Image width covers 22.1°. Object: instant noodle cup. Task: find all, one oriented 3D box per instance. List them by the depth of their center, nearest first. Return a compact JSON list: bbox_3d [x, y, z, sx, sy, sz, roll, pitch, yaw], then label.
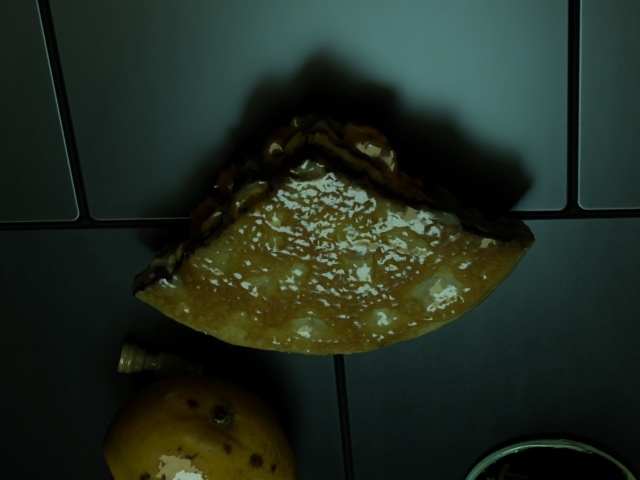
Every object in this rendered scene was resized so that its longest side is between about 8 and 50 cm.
[{"bbox_3d":[0.251,0.368,1.781,0.215,0.236,0.216,3,127,5],"label":"instant noodle cup"}]

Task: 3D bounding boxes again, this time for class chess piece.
[{"bbox_3d":[-0.172,0.135,1.783,0.092,0.035,0.035,12,125,-8],"label":"chess piece"}]

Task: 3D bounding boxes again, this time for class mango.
[{"bbox_3d":[-0.118,0.259,1.787,0.191,0.160,0.290,-20,134,-3],"label":"mango"}]

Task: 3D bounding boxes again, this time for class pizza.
[{"bbox_3d":[0.000,0.000,1.622,0.408,0.114,0.278,-13,124,13],"label":"pizza"}]
